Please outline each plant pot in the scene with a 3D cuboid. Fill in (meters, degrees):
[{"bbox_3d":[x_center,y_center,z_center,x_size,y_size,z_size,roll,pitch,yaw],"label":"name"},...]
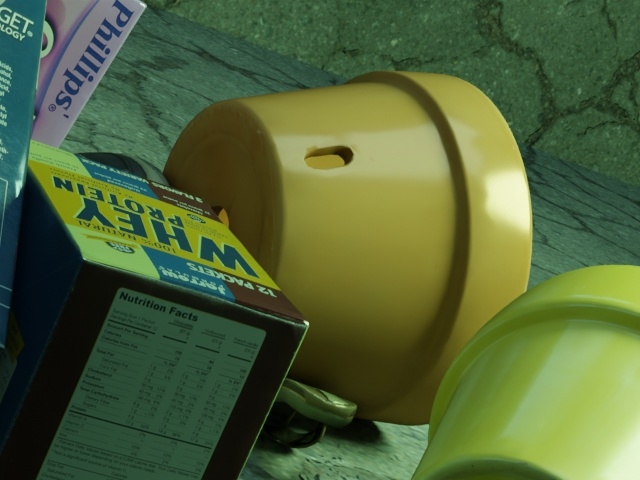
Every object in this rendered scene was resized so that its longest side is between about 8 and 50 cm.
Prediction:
[{"bbox_3d":[0.000,0.000,1.540,0.203,0.291,0.291,5,21,-34],"label":"plant pot"},{"bbox_3d":[0.167,0.170,1.256,0.254,0.254,0.239,28,29,16],"label":"plant pot"}]

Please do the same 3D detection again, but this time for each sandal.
[{"bbox_3d":[-0.019,0.131,1.442,0.072,0.049,0.180,19,-5,-11],"label":"sandal"}]

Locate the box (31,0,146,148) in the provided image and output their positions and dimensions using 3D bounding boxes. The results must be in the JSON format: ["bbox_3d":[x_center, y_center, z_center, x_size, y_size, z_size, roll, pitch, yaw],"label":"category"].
[{"bbox_3d":[-0.287,-0.145,1.352,0.243,0.213,0.117,30,7,-30],"label":"box"}]

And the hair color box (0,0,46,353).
[{"bbox_3d":[-0.247,-0.067,1.118,0.105,0.174,0.347,24,50,-31],"label":"hair color box"}]

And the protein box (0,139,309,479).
[{"bbox_3d":[-0.135,0.078,1.091,0.136,0.201,0.200,19,14,-27],"label":"protein box"}]

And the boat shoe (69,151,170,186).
[{"bbox_3d":[-0.188,0.002,1.484,0.130,0.132,0.355,20,12,-23],"label":"boat shoe"}]
